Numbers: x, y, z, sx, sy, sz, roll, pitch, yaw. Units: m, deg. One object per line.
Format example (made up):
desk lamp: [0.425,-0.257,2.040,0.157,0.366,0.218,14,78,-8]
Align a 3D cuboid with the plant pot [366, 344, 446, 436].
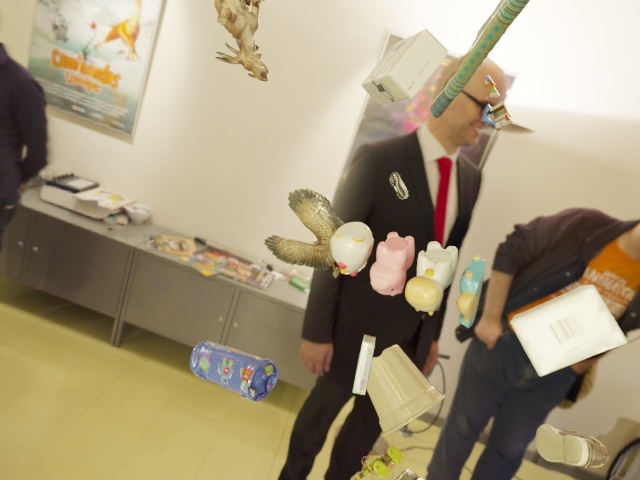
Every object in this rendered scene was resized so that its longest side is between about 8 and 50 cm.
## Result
plant pot: [0.339,0.655,2.219,0.333,0.334,0.306,-5,57,-55]

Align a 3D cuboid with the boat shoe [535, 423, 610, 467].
boat shoe: [0.820,0.682,1.626,0.096,0.117,0.324,9,-15,0]

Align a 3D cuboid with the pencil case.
pencil case: [-0.269,0.400,1.510,0.306,0.133,0.119,6,-4,39]

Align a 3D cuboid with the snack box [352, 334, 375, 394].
snack box: [0.120,0.337,1.343,0.037,0.141,0.100,11,1,6]

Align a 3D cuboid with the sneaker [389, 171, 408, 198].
sneaker: [0.283,-0.195,1.766,0.043,0.040,0.109,6,61,-57]

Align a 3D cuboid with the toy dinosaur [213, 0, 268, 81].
toy dinosaur: [-0.218,-0.566,1.252,0.127,0.296,0.200,-11,-12,-16]

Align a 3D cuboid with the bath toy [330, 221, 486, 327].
bath toy: [0.170,0.068,1.060,0.348,0.129,0.151,20,39,31]

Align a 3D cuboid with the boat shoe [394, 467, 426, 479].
boat shoe: [0.086,0.531,0.918,0.109,0.305,0.091,8,27,-50]

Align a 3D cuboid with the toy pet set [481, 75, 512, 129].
toy pet set: [0.421,-0.325,1.215,0.114,0.065,0.122,2,66,-59]

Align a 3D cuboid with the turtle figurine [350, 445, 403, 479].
turtle figurine: [0.198,0.757,1.676,0.269,0.217,0.087,-17,66,-27]

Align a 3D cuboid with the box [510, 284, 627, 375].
box: [0.386,0.138,0.782,0.170,0.130,0.091,12,50,-66]

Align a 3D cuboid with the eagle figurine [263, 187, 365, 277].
eagle figurine: [-0.008,0.004,1.619,0.298,0.225,0.226,37,31,-34]

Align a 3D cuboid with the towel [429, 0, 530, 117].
towel: [0.300,-0.381,0.736,0.040,0.370,0.271,35,59,1]

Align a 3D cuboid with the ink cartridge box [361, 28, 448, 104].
ink cartridge box: [0.196,-0.410,1.180,0.082,0.140,0.190,39,-1,-17]
